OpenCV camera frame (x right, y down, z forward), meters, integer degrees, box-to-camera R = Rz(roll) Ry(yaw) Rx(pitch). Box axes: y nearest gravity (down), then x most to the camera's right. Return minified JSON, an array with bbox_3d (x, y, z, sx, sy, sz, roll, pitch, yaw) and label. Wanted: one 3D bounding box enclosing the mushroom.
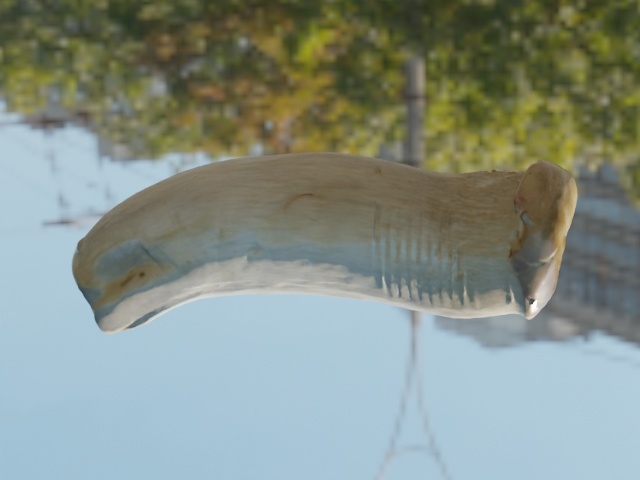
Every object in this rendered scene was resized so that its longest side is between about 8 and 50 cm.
[{"bbox_3d":[0.000,0.000,1.318,0.351,0.122,0.095,-4,175,13],"label":"mushroom"}]
